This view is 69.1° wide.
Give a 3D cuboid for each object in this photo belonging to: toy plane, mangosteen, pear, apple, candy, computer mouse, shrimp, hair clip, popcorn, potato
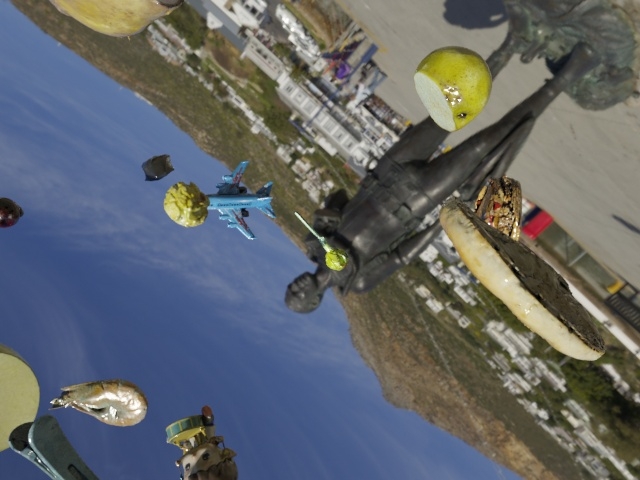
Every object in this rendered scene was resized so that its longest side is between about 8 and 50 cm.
[{"bbox_3d":[-0.277,-0.126,1.488,0.271,0.254,0.105,-5,178,-18],"label":"toy plane"},{"bbox_3d":[-0.811,-0.073,1.195,0.081,0.081,0.081,40,-164,-14],"label":"mangosteen"},{"bbox_3d":[0.231,-0.263,0.787,0.141,0.104,0.141,58,-175,-7],"label":"pear"},{"bbox_3d":[-0.865,0.391,1.061,0.320,0.360,0.311,10,-141,2],"label":"apple"},{"bbox_3d":[0.000,0.000,1.171,0.194,0.058,0.062,48,159,-17],"label":"candy"},{"bbox_3d":[-0.525,-0.243,1.487,0.172,0.099,0.057,-118,5,-57],"label":"computer mouse"},{"bbox_3d":[-0.679,0.506,1.428,0.077,0.317,0.168,-63,-35,-73],"label":"shrimp"},{"bbox_3d":[-0.337,0.364,0.691,0.275,0.083,0.048,53,-150,-17],"label":"hair clip"},{"bbox_3d":[-0.331,-0.088,1.169,0.116,0.120,0.106,-14,-147,-30],"label":"popcorn"},{"bbox_3d":[-0.393,-0.477,0.840,0.229,0.266,0.229,17,-113,-47],"label":"potato"}]

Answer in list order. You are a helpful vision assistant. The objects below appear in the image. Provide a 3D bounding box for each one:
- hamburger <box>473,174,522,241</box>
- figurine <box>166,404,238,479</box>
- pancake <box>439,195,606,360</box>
[{"bbox_3d":[0.488,-0.067,1.299,0.107,0.230,0.231,9,-167,8],"label":"hamburger"},{"bbox_3d":[-0.302,0.582,1.198,0.275,0.161,0.158,59,-173,26],"label":"figurine"},{"bbox_3d":[0.362,0.061,0.854,0.387,0.082,0.387,34,-155,-18],"label":"pancake"}]
